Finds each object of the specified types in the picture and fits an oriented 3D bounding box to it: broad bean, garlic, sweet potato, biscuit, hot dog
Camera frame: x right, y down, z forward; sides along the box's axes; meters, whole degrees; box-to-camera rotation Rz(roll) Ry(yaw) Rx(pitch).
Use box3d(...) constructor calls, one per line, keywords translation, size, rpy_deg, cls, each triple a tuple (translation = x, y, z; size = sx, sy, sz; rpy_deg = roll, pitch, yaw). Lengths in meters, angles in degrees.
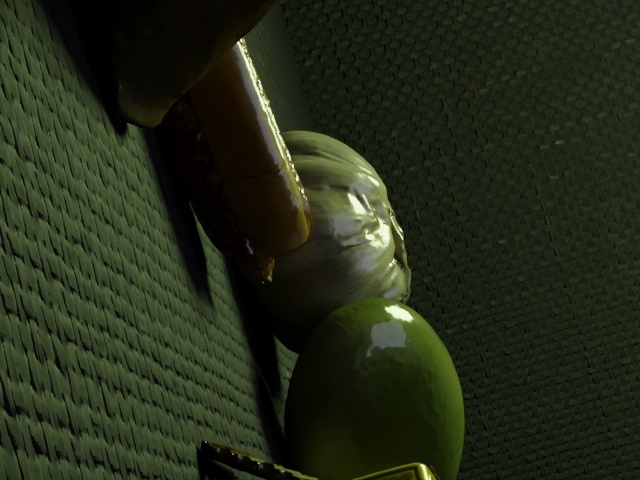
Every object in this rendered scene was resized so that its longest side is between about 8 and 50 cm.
box3d(translation=(0.053, 0.166, 1.502), size=(0.121, 0.189, 0.263), rpy_deg=(35, -27, 36), cls="broad bean")
box3d(translation=(0.001, 0.004, 1.560), size=(0.228, 0.152, 0.228), rpy_deg=(-21, 90, -83), cls="garlic")
box3d(translation=(-0.055, -0.254, 1.097), size=(0.158, 0.369, 0.158), rpy_deg=(33, 10, -7), cls="sweet potato")
box3d(translation=(0.026, 0.174, 1.088), size=(0.144, 0.203, 0.016), rpy_deg=(47, 62, -75), cls="biscuit")
box3d(translation=(-0.078, -0.077, 1.272), size=(0.076, 0.102, 0.249), rpy_deg=(-35, 113, -41), cls="hot dog")

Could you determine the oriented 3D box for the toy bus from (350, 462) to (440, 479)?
box3d(translation=(0.080, 0.353, 1.337), size=(0.152, 0.144, 0.330), rpy_deg=(70, 5, -49), cls="toy bus")
